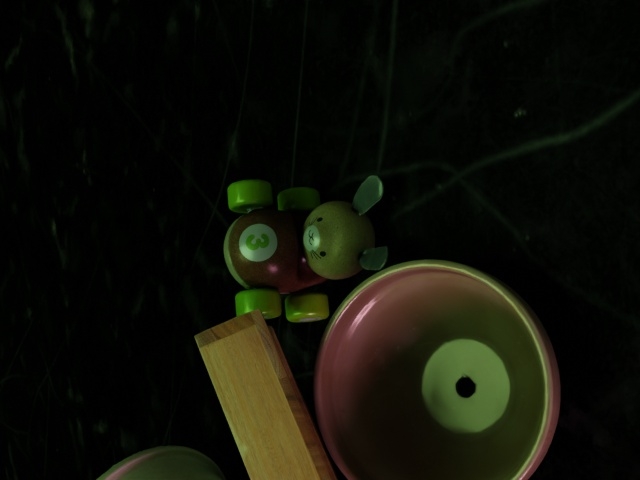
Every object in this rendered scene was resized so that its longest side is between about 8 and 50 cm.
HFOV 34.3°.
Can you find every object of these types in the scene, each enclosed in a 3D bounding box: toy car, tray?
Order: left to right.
[{"bbox_3d":[-0.030,0.231,1.115,0.411,0.076,0.203,75,170,-69],"label":"tray"},{"bbox_3d":[0.000,0.000,1.151,0.188,0.149,0.155,-16,74,44],"label":"toy car"}]

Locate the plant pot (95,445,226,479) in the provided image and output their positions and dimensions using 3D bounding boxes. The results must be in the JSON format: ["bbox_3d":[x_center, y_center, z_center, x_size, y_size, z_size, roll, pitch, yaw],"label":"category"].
[{"bbox_3d":[-0.141,0.478,1.338,0.305,0.334,0.334,19,113,39],"label":"plant pot"}]

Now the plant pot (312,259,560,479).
[{"bbox_3d":[0.120,0.139,0.989,0.237,0.110,0.237,-4,82,29],"label":"plant pot"}]
